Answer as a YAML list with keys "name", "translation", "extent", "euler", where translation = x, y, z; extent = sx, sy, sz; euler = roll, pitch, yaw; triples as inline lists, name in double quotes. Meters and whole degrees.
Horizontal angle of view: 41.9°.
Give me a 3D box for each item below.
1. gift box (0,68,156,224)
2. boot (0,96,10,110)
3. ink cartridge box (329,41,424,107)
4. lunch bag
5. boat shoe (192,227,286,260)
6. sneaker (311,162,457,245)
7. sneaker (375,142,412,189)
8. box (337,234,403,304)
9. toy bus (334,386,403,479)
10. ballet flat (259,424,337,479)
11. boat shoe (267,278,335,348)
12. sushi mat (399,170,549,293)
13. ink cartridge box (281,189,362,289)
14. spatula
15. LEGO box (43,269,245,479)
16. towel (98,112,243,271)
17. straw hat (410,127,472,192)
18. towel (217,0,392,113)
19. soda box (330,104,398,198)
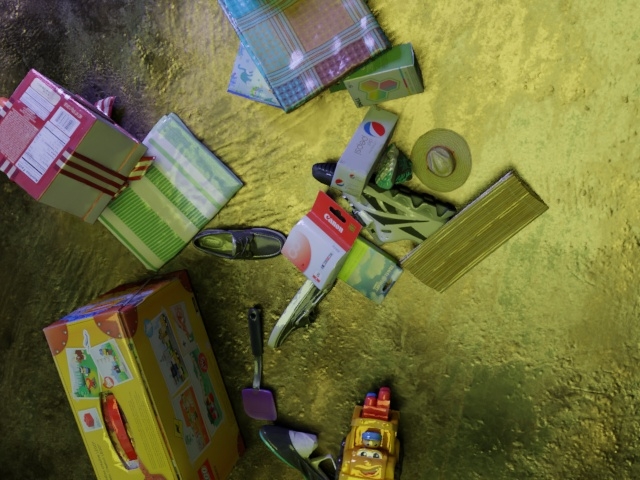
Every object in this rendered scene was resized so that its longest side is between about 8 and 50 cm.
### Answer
- name: "gift box"
  translation: [-0.549, -0.212, 1.878]
  extent: [0.255, 0.258, 0.276]
  euler: [42, 91, 19]
- name: "boot"
  translation: [-0.701, -0.325, 2.010]
  extent: [0.157, 0.059, 0.085]
  euler: [20, 103, -1]
- name: "ink cartridge box"
  translation: [0.107, -0.345, 1.788]
  extent: [0.209, 0.109, 0.062]
  euler: [-10, 64, 15]
- name: "lunch bag"
  translation: [-0.111, -0.367, 1.845]
  extent: [0.151, 0.096, 0.129]
  euler: [20, 106, 18]
- name: "boat shoe"
  translation: [-0.192, 0.013, 1.957]
  extent: [0.223, 0.073, 0.080]
  euler: [4, 102, 12]
- name: "sneaker"
  translation: [0.119, -0.066, 1.844]
  extent: [0.330, 0.122, 0.146]
  euler: [23, 108, 4]
- name: "sneaker"
  translation: [0.167, -0.150, 1.801]
  extent: [0.076, 0.166, 0.065]
  euler: [35, 123, -10]
- name: "box"
  translation: [0.091, 0.054, 1.919]
  extent: [0.178, 0.042, 0.109]
  euler: [34, 108, 4]
- name: "toy bus"
  translation: [0.122, 0.450, 1.914]
  extent: [0.149, 0.220, 0.212]
  euler: [8, 97, 7]
- name: "ballet flat"
  translation: [-0.026, 0.531, 2.032]
  extent: [0.096, 0.095, 0.280]
  euler: [-39, 102, 8]
- name: "boat shoe"
  translation: [-0.046, 0.175, 1.959]
  extent: [0.070, 0.078, 0.219]
  euler: [35, 105, 4]
- name: "sushi mat"
  translation: [0.334, -0.012, 1.826]
  extent: [0.316, 0.019, 0.151]
  euler: [-40, 128, 18]
- name: "ink cartridge box"
  translation: [0.000, 0.000, 1.875]
  extent: [0.145, 0.045, 0.179]
  euler: [43, 125, 27]
- name: "spatula"
  translation: [-0.155, 0.304, 2.035]
  extent: [0.084, 0.030, 0.297]
  euler: [1, 102, 15]
- name: "LEGO box"
  translation: [-0.381, 0.360, 1.921]
  extent: [0.193, 0.372, 0.500]
  euler: [-15, 98, 16]
- name: "towel"
  translation: [-0.376, -0.108, 1.994]
  extent: [0.248, 0.038, 0.325]
  euler: [45, 106, 0]
- name: "straw hat"
  translation: [0.263, -0.171, 1.822]
  extent: [0.144, 0.061, 0.145]
  euler: [3, 103, 12]
- name: "towel"
  translation: [-0.052, -0.487, 1.768]
  extent: [0.271, 0.040, 0.370]
  euler: [-32, 77, 9]
- name: "soda box"
  translation: [0.096, -0.191, 1.774]
  extent: [0.069, 0.216, 0.074]
  euler: [23, 139, 6]
